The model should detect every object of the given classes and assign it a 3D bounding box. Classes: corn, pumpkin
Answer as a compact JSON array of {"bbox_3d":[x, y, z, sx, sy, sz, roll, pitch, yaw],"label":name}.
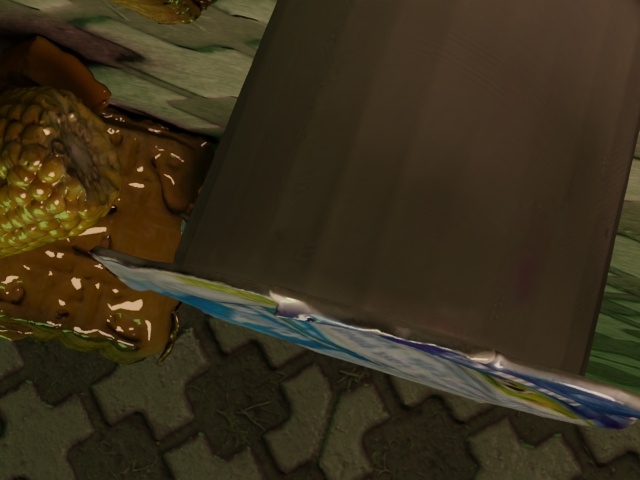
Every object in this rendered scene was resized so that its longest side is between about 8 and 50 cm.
[{"bbox_3d":[-0.301,-0.039,1.555,0.387,0.144,0.144,-10,156,41],"label":"corn"},{"bbox_3d":[-0.211,-0.125,1.533,0.083,0.054,0.074,40,154,-26],"label":"pumpkin"}]

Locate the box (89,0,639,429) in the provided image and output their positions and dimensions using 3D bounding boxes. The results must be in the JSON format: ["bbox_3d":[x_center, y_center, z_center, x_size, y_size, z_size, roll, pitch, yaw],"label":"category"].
[{"bbox_3d":[0.062,-0.039,0.915,0.262,0.206,0.291,21,171,-35],"label":"box"}]

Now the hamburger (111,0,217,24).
[{"bbox_3d":[-0.098,-0.151,1.087,0.083,0.044,0.076,26,171,-39],"label":"hamburger"}]

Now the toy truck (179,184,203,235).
[{"bbox_3d":[0.000,0.000,1.702,0.108,0.140,0.257,32,176,40],"label":"toy truck"}]

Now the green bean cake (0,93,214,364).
[{"bbox_3d":[-0.216,-0.013,1.731,0.230,0.224,0.131,16,170,-9],"label":"green bean cake"}]
